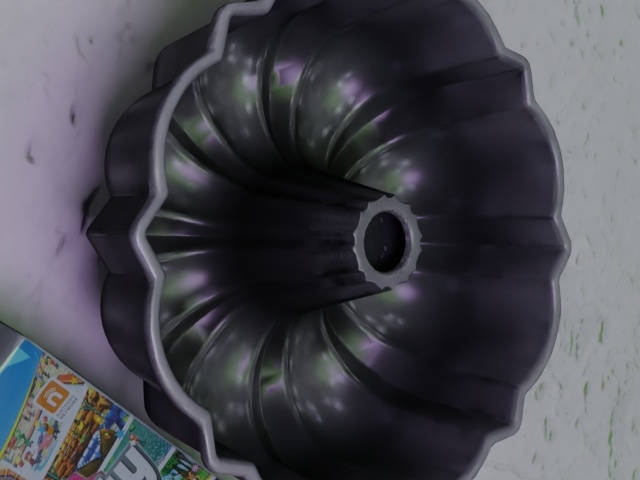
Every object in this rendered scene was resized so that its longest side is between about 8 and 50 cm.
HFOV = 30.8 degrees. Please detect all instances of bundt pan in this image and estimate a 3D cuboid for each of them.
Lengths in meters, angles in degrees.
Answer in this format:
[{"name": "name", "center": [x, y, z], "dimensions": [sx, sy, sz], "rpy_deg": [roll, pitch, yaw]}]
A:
[{"name": "bundt pan", "center": [0.000, 0.000, 0.705], "dimensions": [0.330, 0.124, 0.331], "rpy_deg": [-1, 92, -40]}]

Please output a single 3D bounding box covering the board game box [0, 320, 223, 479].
[{"name": "board game box", "center": [-0.148, 0.216, 0.680], "dimensions": [0.303, 0.097, 0.224], "rpy_deg": [44, 74, -33]}]
